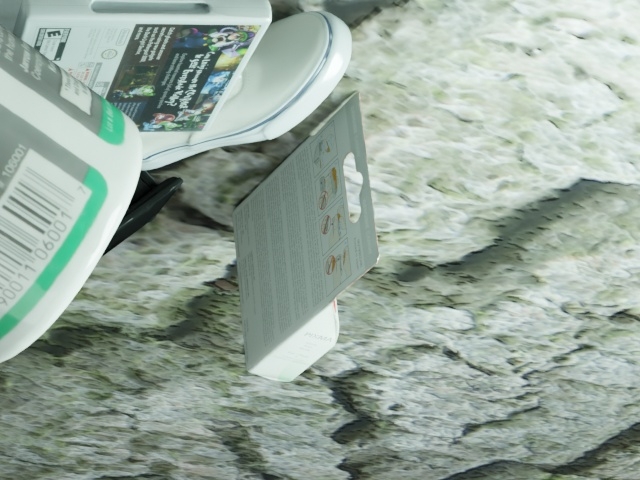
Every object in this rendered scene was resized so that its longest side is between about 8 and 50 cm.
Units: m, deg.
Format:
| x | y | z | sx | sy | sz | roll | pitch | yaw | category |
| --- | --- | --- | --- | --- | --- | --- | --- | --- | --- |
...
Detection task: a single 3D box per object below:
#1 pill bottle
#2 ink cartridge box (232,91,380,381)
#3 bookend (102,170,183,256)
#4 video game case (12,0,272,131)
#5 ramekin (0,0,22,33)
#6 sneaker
| x | y | z | sx | sy | sz | roll | pitch | yaw | category |
| --- | --- | --- | --- | --- | --- | --- | --- | --- | --- |
| -0.309 | -0.090 | 1.016 | 0.361 | 0.204 | 0.204 | 36 | 134 | -25 | pill bottle |
| 0.000 | 0.000 | 1.459 | 0.056 | 0.181 | 0.225 | 15 | 143 | -32 | ink cartridge box |
| -0.234 | -0.055 | 1.418 | 0.157 | 0.156 | 0.072 | -39 | 176 | -41 | bookend |
| -0.143 | -0.125 | 1.174 | 0.173 | 0.022 | 0.190 | -2 | 160 | -19 | video game case |
| -0.198 | -0.233 | 1.094 | 0.207 | 0.109 | 0.207 | -4 | 151 | -2 | ramekin |
| -0.096 | -0.124 | 1.314 | 0.258 | 0.094 | 0.091 | -23 | 150 | 30 | sneaker |
